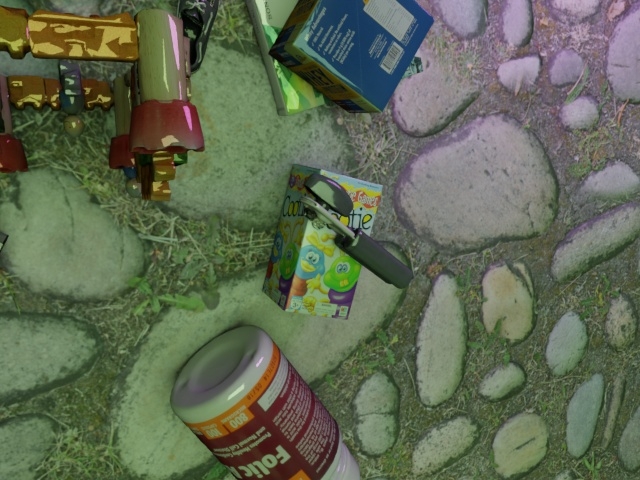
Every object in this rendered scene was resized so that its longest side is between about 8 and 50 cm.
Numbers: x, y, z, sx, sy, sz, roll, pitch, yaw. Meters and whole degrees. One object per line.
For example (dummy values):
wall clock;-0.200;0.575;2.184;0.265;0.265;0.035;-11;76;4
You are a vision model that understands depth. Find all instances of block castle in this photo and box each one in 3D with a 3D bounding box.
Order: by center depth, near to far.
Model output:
block castle;-0.345;-0.154;0.759;0.303;0.453;0.212;-5;96;-24

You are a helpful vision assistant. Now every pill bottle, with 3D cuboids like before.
pill bottle;-0.096;0.381;1.103;0.224;0.224;0.392;-39;113;-12

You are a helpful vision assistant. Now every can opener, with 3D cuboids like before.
can opener;0.071;-0.009;1.017;0.280;0.074;0.093;41;82;-27

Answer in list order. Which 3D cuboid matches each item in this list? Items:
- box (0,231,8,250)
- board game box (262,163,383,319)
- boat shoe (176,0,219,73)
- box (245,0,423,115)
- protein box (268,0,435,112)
box;-0.648;0.092;0.873;0.169;0.087;0.289;26;89;-26
board game box;0.000;0.000;1.109;0.144;0.142;0.275;11;97;-26
boat shoe;-0.216;-0.395;0.972;0.075;0.065;0.206;11;96;-25
box;0.037;-0.403;1.087;0.322;0.058;0.232;-23;109;-16
protein box;0.054;-0.368;0.996;0.201;0.136;0.199;30;89;-26
